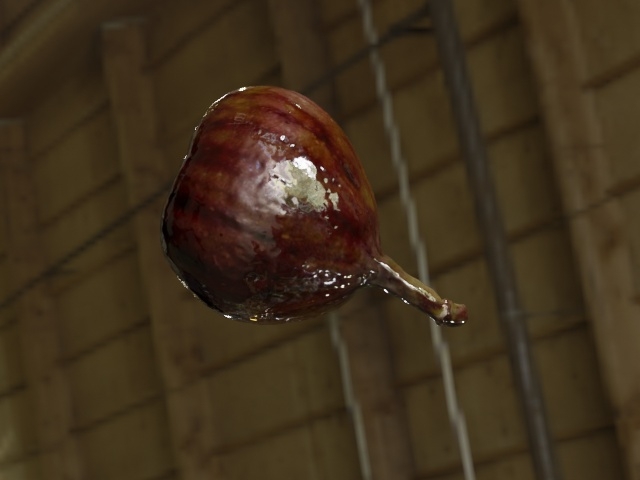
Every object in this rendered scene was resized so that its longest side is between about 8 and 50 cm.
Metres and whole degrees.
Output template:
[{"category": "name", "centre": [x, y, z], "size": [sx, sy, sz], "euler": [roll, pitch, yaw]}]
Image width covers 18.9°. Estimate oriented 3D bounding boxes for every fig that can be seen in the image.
[{"category": "fig", "centre": [-0.027, -0.006, 1.290], "size": [0.202, 0.149, 0.148], "euler": [55, -1, 39]}]
